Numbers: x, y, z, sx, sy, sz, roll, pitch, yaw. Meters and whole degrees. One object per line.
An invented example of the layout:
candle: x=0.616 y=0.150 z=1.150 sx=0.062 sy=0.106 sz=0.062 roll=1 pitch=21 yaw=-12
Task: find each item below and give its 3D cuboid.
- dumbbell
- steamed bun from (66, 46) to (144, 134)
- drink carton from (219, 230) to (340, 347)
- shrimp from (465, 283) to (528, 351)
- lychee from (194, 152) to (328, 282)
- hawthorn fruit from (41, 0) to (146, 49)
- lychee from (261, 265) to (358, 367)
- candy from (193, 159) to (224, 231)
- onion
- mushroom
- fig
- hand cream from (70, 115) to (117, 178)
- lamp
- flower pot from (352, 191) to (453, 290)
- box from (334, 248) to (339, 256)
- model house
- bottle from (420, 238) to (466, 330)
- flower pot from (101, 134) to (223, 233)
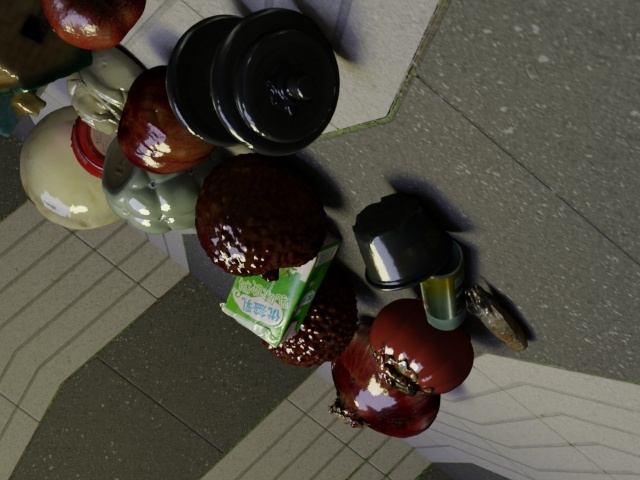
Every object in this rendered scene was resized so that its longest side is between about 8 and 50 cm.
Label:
dumbbell: x=-0.094 y=-0.215 z=1.272 sx=0.192 sy=0.192 sz=0.290 roll=46 pitch=164 yaw=-31
steamed bun: x=-0.443 y=-0.301 z=1.943 sx=0.218 sy=0.144 sz=0.211 roll=24 pitch=160 yaw=42
drink carton: x=-0.090 y=0.075 z=2.025 sx=0.161 sy=0.271 sz=0.108 roll=33 pitch=-154 yaw=18
shrimp: x=0.311 y=0.136 z=1.727 sx=0.126 sy=0.047 sz=0.223 roll=37 pitch=172 yaw=48
lychee: x=-0.116 y=-0.044 z=1.793 sx=0.261 sy=0.260 sz=0.260 roll=35 pitch=166 yaw=10
hawthorn fruit: x=-0.355 y=-0.382 z=1.456 sx=0.169 sy=0.169 sz=0.188 roll=40 pitch=170 yaw=-12
lychee: x=-0.032 y=0.173 z=2.243 sx=0.300 sy=0.264 sz=0.264 roll=26 pitch=177 yaw=-41
candy: x=-0.226 y=-0.084 z=2.092 sx=0.289 sy=0.157 sz=0.214 roll=28 pitch=146 yaw=54
onion: x=0.145 y=0.392 z=2.460 sx=0.348 sy=0.285 sz=0.347 roll=40 pitch=153 yaw=26
mushroom: x=-0.573 y=-0.197 z=2.376 sx=0.315 sy=0.356 sz=0.315 roll=22 pitch=127 yaw=32
fig: x=-0.241 y=-0.214 z=1.721 sx=0.250 sy=0.203 sz=0.186 roll=7 pitch=-138 yaw=-34
hand cream: x=-0.468 y=-0.234 z=2.129 sx=0.193 sy=0.193 sz=0.125 roll=40 pitch=167 yaw=-12
lamp: x=0.203 y=0.223 z=1.919 sx=0.227 sy=0.227 sz=0.227 roll=35 pitch=166 yaw=10
flower pot: x=0.125 y=-0.006 z=1.523 sx=0.157 sy=0.157 sz=0.106 roll=19 pitch=144 yaw=52
box: x=0.000 y=0.000 z=2.082 sx=0.051 sy=0.023 sz=0.082 roll=22 pitch=160 yaw=49
model house: x=-0.582 y=-0.399 z=1.696 sx=0.343 sy=0.334 sz=0.382 roll=34 pitch=165 yaw=-36
bottle: x=0.221 y=0.084 z=1.687 sx=0.082 sy=0.082 sz=0.286 roll=32 pitch=165 yaw=21
flower pot: x=-0.323 y=-0.132 z=1.896 sx=0.195 sy=0.246 sz=0.246 roll=19 pitch=180 yaw=-39
